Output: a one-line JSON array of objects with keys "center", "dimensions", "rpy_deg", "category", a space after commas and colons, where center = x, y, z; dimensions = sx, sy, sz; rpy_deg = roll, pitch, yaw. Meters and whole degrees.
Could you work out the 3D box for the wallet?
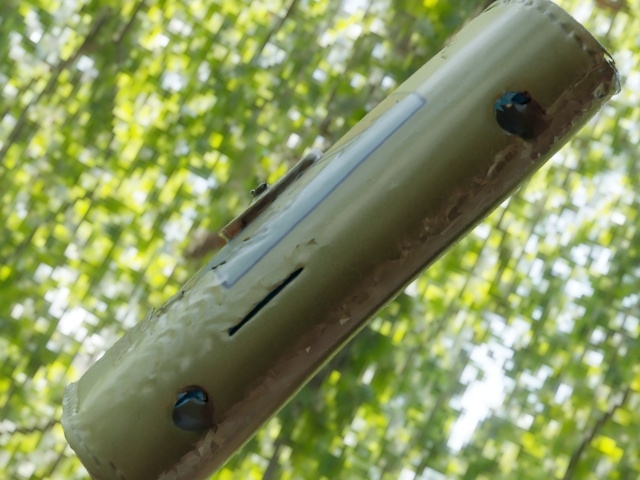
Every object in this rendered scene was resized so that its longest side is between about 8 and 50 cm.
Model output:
[{"center": [0.000, 0.000, 0.438], "dimensions": [0.039, 0.155, 0.110], "rpy_deg": [48, -2, -7], "category": "wallet"}]
